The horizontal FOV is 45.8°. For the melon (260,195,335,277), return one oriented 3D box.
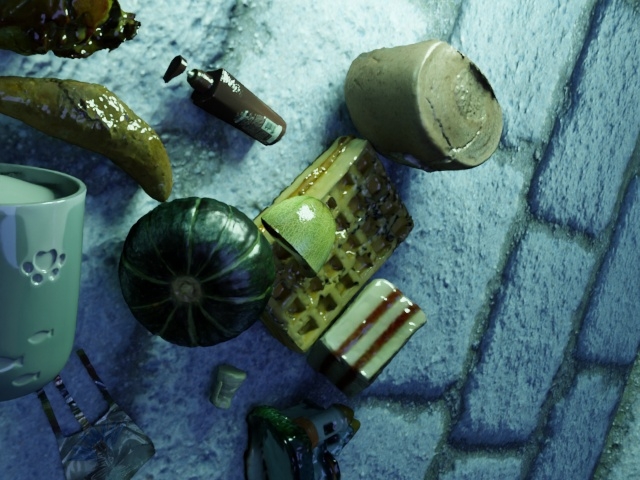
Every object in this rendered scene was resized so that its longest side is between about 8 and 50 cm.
[{"bbox_3d":[-0.017,-0.013,1.325,0.128,0.079,0.160,-52,128,-12],"label":"melon"}]

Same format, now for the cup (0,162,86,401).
[{"bbox_3d":[-0.490,0.054,0.969,0.357,0.259,0.274,-1,106,-27],"label":"cup"}]

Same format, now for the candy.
[{"bbox_3d":[0.082,0.196,1.486,0.179,0.135,0.320,-47,172,-15],"label":"candy"}]

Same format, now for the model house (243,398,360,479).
[{"bbox_3d":[-0.004,0.436,1.581,0.291,0.184,0.253,-19,113,-41],"label":"model house"}]

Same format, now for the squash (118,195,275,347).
[{"bbox_3d":[-0.202,0.051,1.229,0.252,0.165,0.252,1,112,3],"label":"squash"}]

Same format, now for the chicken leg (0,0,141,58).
[{"bbox_3d":[-0.313,-0.378,1.040,0.361,0.140,0.211,-43,120,-18],"label":"chicken leg"}]

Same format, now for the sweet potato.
[{"bbox_3d":[-0.336,-0.172,1.124,0.341,0.092,0.114,31,100,-42],"label":"sweet potato"}]

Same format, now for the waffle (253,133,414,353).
[{"bbox_3d":[0.000,0.000,1.469,0.376,0.114,0.261,-48,127,-17],"label":"waffle"}]

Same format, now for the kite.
[{"bbox_3d":[-0.388,0.317,1.305,0.169,0.015,0.310,-29,125,-31],"label":"kite"}]

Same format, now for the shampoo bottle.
[{"bbox_3d":[-0.158,-0.236,1.278,0.236,0.067,0.068,32,73,-43],"label":"shampoo bottle"}]

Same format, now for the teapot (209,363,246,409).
[{"bbox_3d":[-0.182,0.284,1.444,0.067,0.057,0.083,-6,119,-68],"label":"teapot"}]

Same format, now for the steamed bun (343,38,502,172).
[{"bbox_3d":[0.191,-0.228,1.443,0.301,0.251,0.199,32,69,-42],"label":"steamed bun"}]
